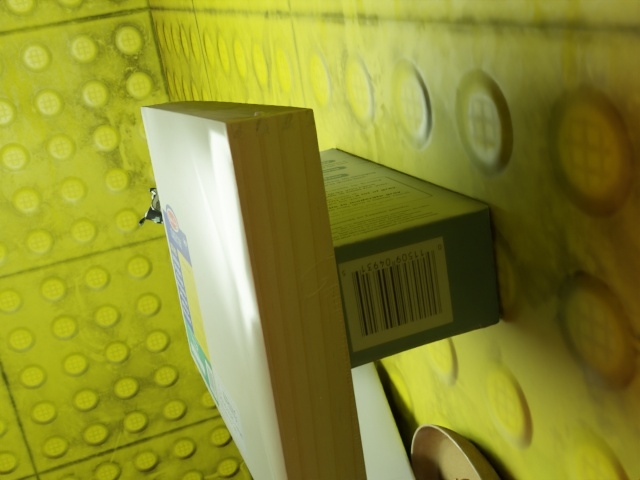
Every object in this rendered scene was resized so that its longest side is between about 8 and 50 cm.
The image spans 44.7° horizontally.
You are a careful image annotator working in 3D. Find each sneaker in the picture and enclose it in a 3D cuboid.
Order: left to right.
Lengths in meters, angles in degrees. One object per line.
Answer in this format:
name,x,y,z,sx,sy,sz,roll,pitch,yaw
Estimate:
sneaker,-0.170,-0.022,0.882,0.038,0.069,0.098,100,152,-56

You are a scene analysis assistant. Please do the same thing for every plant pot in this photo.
plant pot,0.160,0.300,0.804,0.236,0.032,0.236,164,90,-74

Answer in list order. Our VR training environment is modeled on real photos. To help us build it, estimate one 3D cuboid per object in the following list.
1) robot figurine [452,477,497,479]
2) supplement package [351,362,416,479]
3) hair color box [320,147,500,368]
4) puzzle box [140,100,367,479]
robot figurine,0.116,0.352,0.628,0.211,0.085,0.290,118,156,-61
supplement package,0.020,0.316,0.944,0.293,0.178,0.175,-108,8,-53
hair color box,0.000,0.000,0.790,0.374,0.185,0.113,-143,41,-66
puzzle box,-0.071,0.025,0.619,0.409,0.052,0.272,-149,48,-68
